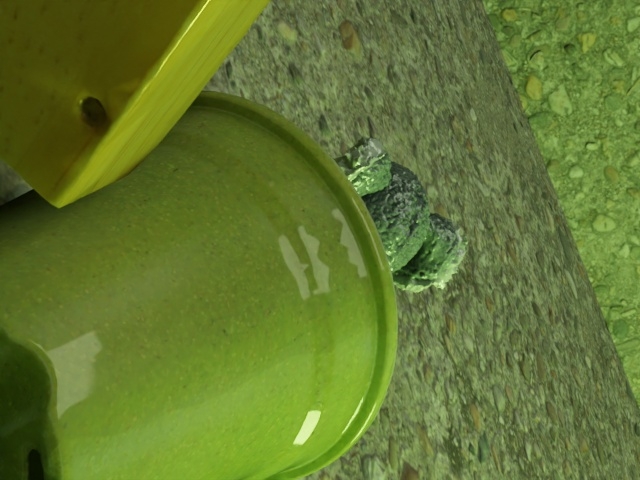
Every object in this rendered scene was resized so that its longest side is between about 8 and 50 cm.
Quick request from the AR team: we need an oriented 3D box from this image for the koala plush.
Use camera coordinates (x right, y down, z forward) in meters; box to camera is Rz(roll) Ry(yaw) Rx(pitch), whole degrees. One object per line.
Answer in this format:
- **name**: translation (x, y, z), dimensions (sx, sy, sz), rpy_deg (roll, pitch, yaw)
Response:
- **koala plush**: translation (0.000, 0.000, 1.079), dimensions (0.196, 0.221, 0.203), rpy_deg (49, 32, -38)

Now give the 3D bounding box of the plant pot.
- **plant pot**: translation (-0.135, 0.066, 0.757), dimensions (0.254, 0.276, 0.276), rpy_deg (-25, 94, -53)

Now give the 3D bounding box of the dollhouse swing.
- **dollhouse swing**: translation (-0.141, -0.246, 0.663), dimensions (0.347, 0.315, 0.305), rpy_deg (44, 37, 0)
